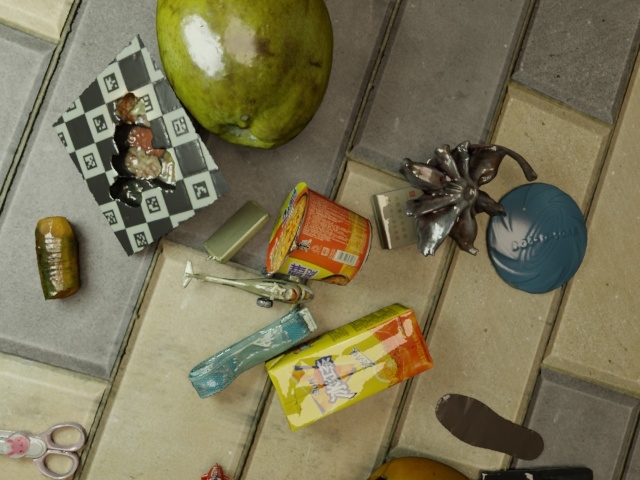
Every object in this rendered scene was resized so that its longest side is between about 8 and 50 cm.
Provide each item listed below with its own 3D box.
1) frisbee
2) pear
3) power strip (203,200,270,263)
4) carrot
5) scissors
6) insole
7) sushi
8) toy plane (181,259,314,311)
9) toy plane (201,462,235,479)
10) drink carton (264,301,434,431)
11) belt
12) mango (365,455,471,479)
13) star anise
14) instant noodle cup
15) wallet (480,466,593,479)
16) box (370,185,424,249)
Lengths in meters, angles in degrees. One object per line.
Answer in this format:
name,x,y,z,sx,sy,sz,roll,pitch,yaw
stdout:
frisbee,0.566,-0.006,1.210,0.290,0.049,0.289,0,90,-11
pear,-0.148,-0.384,0.926,0.353,0.352,0.412,2,76,-11
power strip,-0.191,-0.014,1.055,0.169,0.028,0.076,-44,55,-10
carrot,-0.542,0.037,0.981,0.082,0.082,0.173,-9,93,-11
scissors,-0.627,0.426,0.991,0.242,0.030,0.118,16,86,-13
insole,0.435,0.484,1.210,0.328,0.007,0.111,26,87,-10
sushi,-0.360,-0.177,0.975,0.320,0.069,0.339,-30,92,27
toy plane,-0.155,0.101,1.051,0.287,0.108,0.091,11,90,2
toy plane,-0.237,0.594,1.050,0.126,0.077,0.194,-10,100,-7
drink carton,0.063,0.280,1.086,0.352,0.111,0.154,-22,94,-9
belt,-0.146,0.246,1.054,0.303,0.087,0.072,-30,93,-9
mango,0.251,0.644,1.074,0.378,0.221,0.263,32,80,-20
star anise,0.308,-0.103,1.073,0.360,0.139,0.315,27,93,-26
instant noodle cup,0.000,0.000,1.031,0.174,0.213,0.213,20,87,-18
wallet,0.556,0.713,1.221,0.324,0.041,0.246,3,88,-9
box,0.233,-0.065,1.141,0.201,0.058,0.140,-15,93,-10
